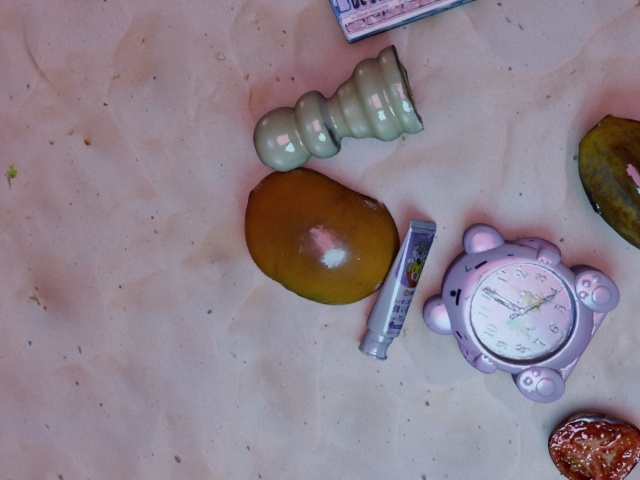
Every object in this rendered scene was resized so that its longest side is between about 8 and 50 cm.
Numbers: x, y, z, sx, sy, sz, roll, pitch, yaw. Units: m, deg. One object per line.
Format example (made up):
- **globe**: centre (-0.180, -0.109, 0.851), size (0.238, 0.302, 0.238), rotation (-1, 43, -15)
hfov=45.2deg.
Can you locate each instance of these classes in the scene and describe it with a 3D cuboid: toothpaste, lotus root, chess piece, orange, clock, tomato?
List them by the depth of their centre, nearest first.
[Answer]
- **lotus root**: centre (0.607, -0.106, 1.471), size (0.193, 0.193, 0.291), rotation (-41, 93, 9)
- **chess piece**: centre (0.023, -0.241, 1.518), size (0.330, 0.182, 0.182), rotation (-20, 94, 13)
- **clock**: centre (0.391, 0.135, 1.541), size (0.322, 0.113, 0.295), rotation (29, 99, 3)
- **tomato**: centre (0.552, 0.412, 1.568), size (0.174, 0.082, 0.166), rotation (31, 102, -2)
- **toothpaste**: centre (0.161, 0.099, 1.574), size (0.073, 0.114, 0.299), rotation (29, 104, 34)
- **orange**: centre (0.003, -0.002, 1.580), size (0.310, 0.274, 0.274), rotation (29, 100, -29)

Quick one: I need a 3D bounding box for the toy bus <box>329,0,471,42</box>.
- **toy bus**: centre (0.165, -0.491, 1.503), size (0.297, 0.106, 0.131), rotation (-19, 98, 6)
